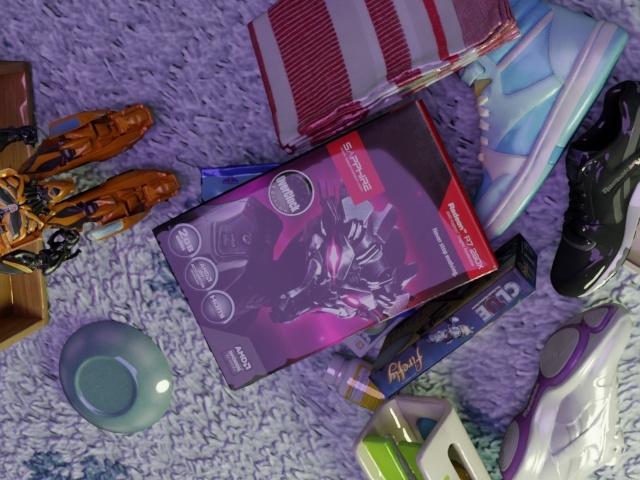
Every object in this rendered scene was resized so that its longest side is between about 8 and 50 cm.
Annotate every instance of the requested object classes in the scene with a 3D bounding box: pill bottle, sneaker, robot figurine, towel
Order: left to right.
[{"bbox_3d":[-0.350,-0.076,1.312,0.085,0.291,0.211,-3,111,60],"label":"robot figurine"},{"bbox_3d":[0.065,0.207,1.389,0.116,0.065,0.065,25,110,6],"label":"pill bottle"},{"bbox_3d":[0.063,-0.271,1.197,0.329,0.037,0.237,-27,58,20],"label":"towel"},{"bbox_3d":[0.222,-0.169,1.220,0.208,0.127,0.319,32,112,11],"label":"sneaker"},{"bbox_3d":[0.363,0.221,1.314,0.152,0.114,0.305,18,114,-7],"label":"sneaker"},{"bbox_3d":[0.342,-0.067,1.205,0.124,0.107,0.283,20,103,-24],"label":"sneaker"}]

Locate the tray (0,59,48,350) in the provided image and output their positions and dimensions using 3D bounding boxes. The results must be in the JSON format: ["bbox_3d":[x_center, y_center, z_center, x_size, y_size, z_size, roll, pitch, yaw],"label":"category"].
[{"bbox_3d":[-0.493,-0.042,1.374,0.076,0.203,0.410,7,107,19],"label":"tray"}]

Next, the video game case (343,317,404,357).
[{"bbox_3d":[0.062,0.045,1.357,0.173,0.022,0.190,46,110,4],"label":"video game case"}]

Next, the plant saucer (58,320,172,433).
[{"bbox_3d":[-0.330,0.223,1.502,0.195,0.037,0.194,4,107,12],"label":"plant saucer"}]

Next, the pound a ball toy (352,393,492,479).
[{"bbox_3d":[0.215,0.363,1.320,0.208,0.135,0.319,-4,125,45],"label":"pound a ball toy"}]

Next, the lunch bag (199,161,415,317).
[{"bbox_3d":[0.000,0.000,1.298,0.293,0.138,0.220,-2,96,11],"label":"lunch bag"}]

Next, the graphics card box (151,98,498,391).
[{"bbox_3d":[0.007,0.006,1.196,0.371,0.094,0.232,-25,93,7],"label":"graphics card box"}]

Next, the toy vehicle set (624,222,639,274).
[{"bbox_3d":[0.517,0.010,1.217,0.267,0.035,0.166,33,111,13],"label":"toy vehicle set"}]

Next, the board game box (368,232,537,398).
[{"bbox_3d":[0.180,0.098,1.277,0.243,0.165,0.042,-40,94,21],"label":"board game box"}]
